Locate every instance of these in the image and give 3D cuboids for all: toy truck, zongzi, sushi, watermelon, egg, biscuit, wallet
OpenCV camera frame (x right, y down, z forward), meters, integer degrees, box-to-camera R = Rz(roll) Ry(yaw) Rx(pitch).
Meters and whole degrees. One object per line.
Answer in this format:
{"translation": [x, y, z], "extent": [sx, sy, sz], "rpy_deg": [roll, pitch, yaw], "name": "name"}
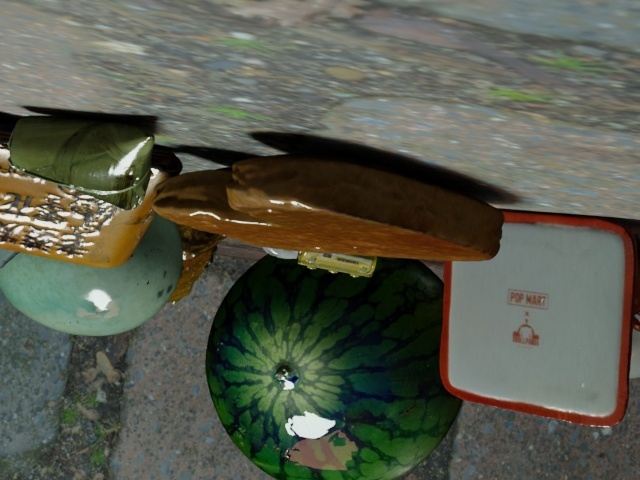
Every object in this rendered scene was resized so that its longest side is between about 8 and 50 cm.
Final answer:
{"translation": [0.000, 0.000, 1.369], "extent": [0.123, 0.063, 0.052], "rpy_deg": [10, 177, -12], "name": "toy truck"}
{"translation": [-0.166, -0.068, 0.910], "extent": [0.104, 0.052, 0.113], "rpy_deg": [16, 163, -5], "name": "zongzi"}
{"translation": [-0.206, 0.006, 1.546], "extent": [0.287, 0.140, 0.149], "rpy_deg": [5, 137, 55], "name": "sushi"}
{"translation": [0.019, 0.155, 1.684], "extent": [0.363, 0.363, 0.363], "rpy_deg": [10, 177, 1], "name": "watermelon"}
{"translation": [-0.240, 0.011, 1.346], "extent": [0.236, 0.169, 0.169], "rpy_deg": [3, 173, 43], "name": "egg"}
{"translation": [-0.013, -0.030, 0.989], "extent": [0.277, 0.052, 0.262], "rpy_deg": [3, 172, 42], "name": "biscuit"}
{"translation": [-0.228, -0.038, 1.070], "extent": [0.195, 0.042, 0.161], "rpy_deg": [13, 150, -18], "name": "wallet"}

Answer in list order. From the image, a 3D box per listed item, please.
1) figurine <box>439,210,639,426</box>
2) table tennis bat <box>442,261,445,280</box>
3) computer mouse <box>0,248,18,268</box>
{"translation": [0.245, 0.058, 1.118], "extent": [0.226, 0.160, 0.183], "rpy_deg": [0, -175, -44], "name": "figurine"}
{"translation": [0.329, 0.060, 1.608], "extent": [0.415, 0.051, 0.268], "rpy_deg": [9, 178, -31], "name": "table tennis bat"}
{"translation": [-0.292, -0.053, 1.192], "extent": [0.379, 0.090, 0.167], "rpy_deg": [-12, 152, 37], "name": "computer mouse"}
